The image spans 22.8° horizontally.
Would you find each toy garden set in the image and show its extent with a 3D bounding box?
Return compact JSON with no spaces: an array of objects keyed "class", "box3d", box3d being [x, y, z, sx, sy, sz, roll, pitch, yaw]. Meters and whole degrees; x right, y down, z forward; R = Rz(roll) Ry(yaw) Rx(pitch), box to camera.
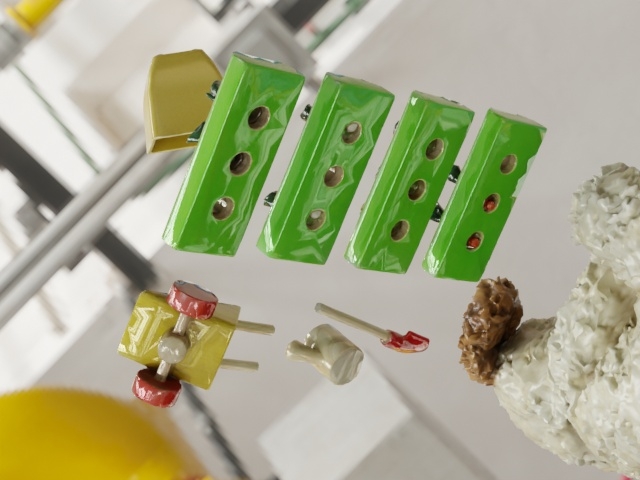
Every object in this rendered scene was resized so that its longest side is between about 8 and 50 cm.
[{"class":"toy garden set","box3d":[0.000,0.000,0.929,0.244,0.203,0.049,8,-159,-43]}]

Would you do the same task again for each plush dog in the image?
[{"class":"plush dog","box3d":[0.214,0.098,1.052,0.262,0.210,0.225,30,160,-20]}]

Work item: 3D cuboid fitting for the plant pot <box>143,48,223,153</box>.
[{"class":"plant pot","box3d":[-0.129,-0.134,1.504,0.081,0.081,0.083,141,119,-77]}]
